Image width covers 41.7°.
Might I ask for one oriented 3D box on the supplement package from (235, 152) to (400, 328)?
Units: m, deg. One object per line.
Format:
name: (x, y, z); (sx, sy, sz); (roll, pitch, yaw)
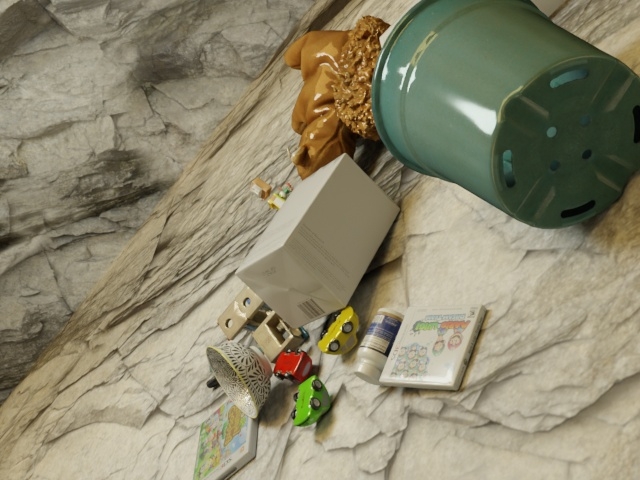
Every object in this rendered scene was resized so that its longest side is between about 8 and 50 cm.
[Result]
supplement package: (0.000, 0.000, 1.689); (0.177, 0.175, 0.293); (-29, 22, 48)

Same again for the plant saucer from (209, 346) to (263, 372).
plant saucer: (-0.197, 0.273, 1.933); (0.067, 0.018, 0.192); (-43, 13, -30)

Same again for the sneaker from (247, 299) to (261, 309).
sneaker: (-0.130, 0.121, 1.942); (0.211, 0.080, 0.081); (60, -128, -85)

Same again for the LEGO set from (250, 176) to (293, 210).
LEGO set: (-0.039, -0.098, 2.035); (0.287, 0.132, 0.107); (28, 76, 46)

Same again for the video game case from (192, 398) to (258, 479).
video game case: (-0.196, 0.411, 1.742); (0.193, 0.023, 0.212); (-43, 24, 25)

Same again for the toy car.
toy car: (-0.009, 0.256, 1.552); (0.239, 0.053, 0.225); (-40, 26, 33)

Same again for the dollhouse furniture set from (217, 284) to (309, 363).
dollhouse furniture set: (-0.104, 0.200, 1.787); (0.129, 0.129, 0.183); (-50, 52, 13)

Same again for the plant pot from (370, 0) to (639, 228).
plant pot: (0.295, -0.197, 1.277); (0.341, 0.341, 0.334); (-51, 30, 8)

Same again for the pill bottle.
pill bottle: (0.103, 0.180, 1.416); (0.067, 0.067, 0.120); (-11, 47, 60)

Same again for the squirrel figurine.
squirrel figurine: (0.059, -0.312, 1.982); (0.397, 0.281, 0.370); (-25, 42, 57)

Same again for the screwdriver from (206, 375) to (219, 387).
screwdriver: (-0.203, 0.300, 1.937); (0.170, 0.024, 0.025); (-34, 0, 29)

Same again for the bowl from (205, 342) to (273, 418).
bowl: (-0.148, 0.262, 1.677); (0.080, 0.170, 0.170); (-34, 13, -25)

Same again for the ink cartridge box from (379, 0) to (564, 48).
ink cartridge box: (0.318, -0.466, 1.748); (0.353, 0.207, 0.119); (-43, 25, 25)

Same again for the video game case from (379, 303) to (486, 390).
video game case: (0.175, 0.166, 1.323); (0.157, 0.019, 0.143); (-7, 50, 49)
